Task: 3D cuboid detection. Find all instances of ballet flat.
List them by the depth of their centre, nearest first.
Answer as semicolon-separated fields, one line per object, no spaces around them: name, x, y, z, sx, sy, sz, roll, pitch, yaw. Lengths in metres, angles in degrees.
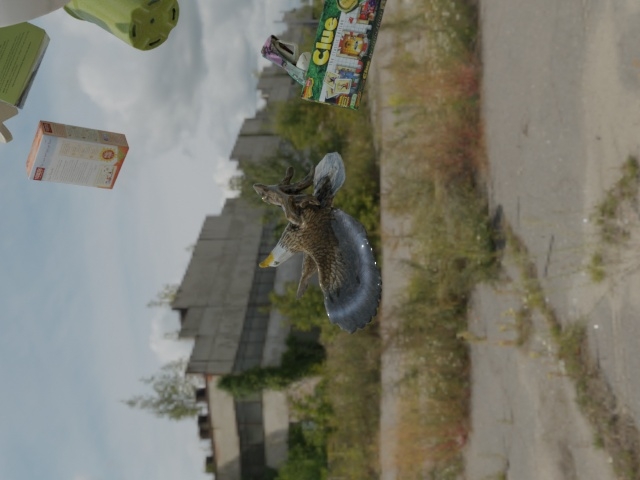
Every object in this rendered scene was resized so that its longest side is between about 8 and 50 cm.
ballet flat;-0.069;-0.484;1.960;0.077;0.221;0.079;-28;-31;-49

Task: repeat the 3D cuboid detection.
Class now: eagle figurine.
eagle figurine;-0.010;0.005;1.380;0.298;0.225;0.226;52;-146;-36

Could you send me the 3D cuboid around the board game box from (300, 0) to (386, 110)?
board game box;0.050;-0.411;1.523;0.030;0.136;0.260;6;-80;-58

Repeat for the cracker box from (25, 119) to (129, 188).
cracker box;-0.655;-0.227;1.966;0.156;0.232;0.067;-56;45;33

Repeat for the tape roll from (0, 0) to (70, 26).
tape roll;-0.636;-0.504;1.429;0.286;0.286;0.100;-90;-7;-54

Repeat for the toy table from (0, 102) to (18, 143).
toy table;-0.985;-0.379;2.061;0.252;0.274;0.161;-34;-42;-33

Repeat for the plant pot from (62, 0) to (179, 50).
plant pot;-0.543;-0.673;2.041;0.276;0.254;0.276;-43;-18;-18

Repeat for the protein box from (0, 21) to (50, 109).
protein box;-0.794;-0.451;1.764;0.200;0.201;0.136;-68;16;0
